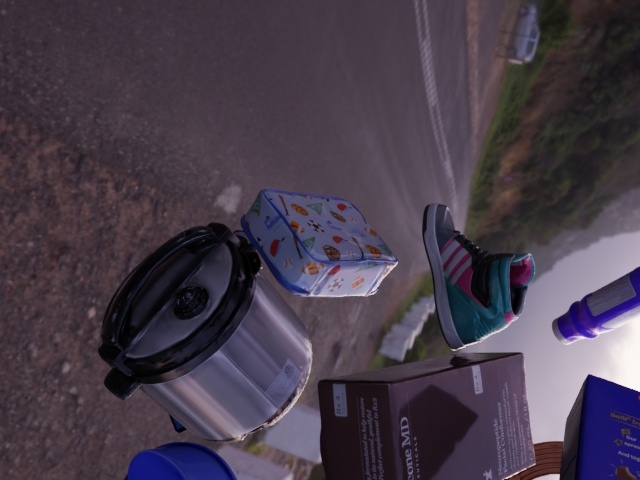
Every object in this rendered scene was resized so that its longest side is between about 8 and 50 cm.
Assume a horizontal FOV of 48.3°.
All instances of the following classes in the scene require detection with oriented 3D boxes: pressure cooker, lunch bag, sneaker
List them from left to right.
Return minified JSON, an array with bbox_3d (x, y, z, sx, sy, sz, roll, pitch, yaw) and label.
[{"bbox_3d":[-0.252,0.185,1.541,0.420,0.375,0.370,54,23,-39],"label":"pressure cooker"},{"bbox_3d":[0.000,0.000,1.425,0.303,0.243,0.115,6,127,-49],"label":"lunch bag"},{"bbox_3d":[0.290,0.039,1.288,0.124,0.178,0.296,43,35,-52],"label":"sneaker"}]

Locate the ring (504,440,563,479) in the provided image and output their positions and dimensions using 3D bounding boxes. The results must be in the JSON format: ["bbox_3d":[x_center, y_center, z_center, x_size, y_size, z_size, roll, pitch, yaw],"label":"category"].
[{"bbox_3d":[0.427,0.533,1.290,0.032,0.336,0.337,-159,-96,-84],"label":"ring"}]

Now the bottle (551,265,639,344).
[{"bbox_3d":[0.634,0.147,1.565,0.118,0.092,0.283,-4,155,-35],"label":"bottle"}]

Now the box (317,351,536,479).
[{"bbox_3d":[0.174,0.281,1.081,0.381,0.143,0.191,-1,84,-46],"label":"box"}]

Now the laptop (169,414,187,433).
[{"bbox_3d":[-0.306,0.301,1.792,0.136,0.234,0.264,26,-46,65],"label":"laptop"}]

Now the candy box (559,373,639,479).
[{"bbox_3d":[0.449,0.361,0.922,0.317,0.268,0.122,-59,164,-47],"label":"candy box"}]

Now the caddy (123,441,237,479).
[{"bbox_3d":[-0.212,0.470,1.069,0.241,0.341,0.179,-38,154,8],"label":"caddy"}]
